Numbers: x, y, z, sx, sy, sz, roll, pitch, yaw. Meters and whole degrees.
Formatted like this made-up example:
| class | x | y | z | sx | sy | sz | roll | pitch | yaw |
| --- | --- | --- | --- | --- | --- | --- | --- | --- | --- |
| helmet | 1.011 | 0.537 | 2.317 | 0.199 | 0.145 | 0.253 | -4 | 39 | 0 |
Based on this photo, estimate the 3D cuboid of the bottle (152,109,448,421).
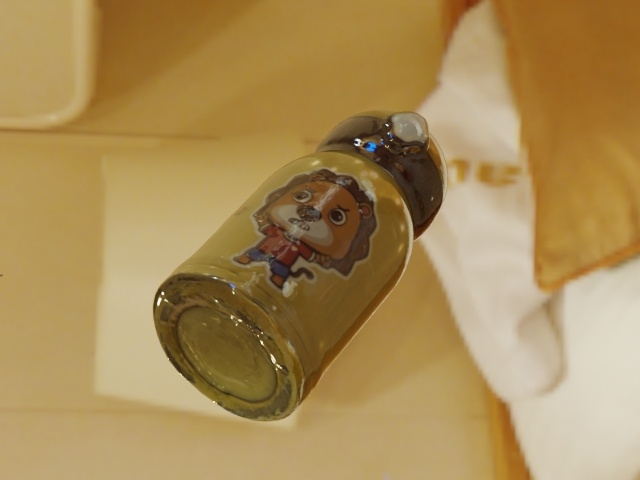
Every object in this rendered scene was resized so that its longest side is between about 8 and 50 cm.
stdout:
| class | x | y | z | sx | sy | sz | roll | pitch | yaw |
| --- | --- | --- | --- | --- | --- | --- | --- | --- | --- |
| bottle | 0.000 | 0.000 | 1.473 | 0.351 | 0.171 | 0.172 | -50 | -19 | -38 |

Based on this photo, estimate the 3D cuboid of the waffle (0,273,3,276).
| class | x | y | z | sx | sy | sz | roll | pitch | yaw |
| --- | --- | --- | --- | --- | --- | --- | --- | --- | --- |
| waffle | -0.500 | 0.114 | 1.808 | 0.052 | 0.254 | 0.245 | 25 | 103 | 33 |
